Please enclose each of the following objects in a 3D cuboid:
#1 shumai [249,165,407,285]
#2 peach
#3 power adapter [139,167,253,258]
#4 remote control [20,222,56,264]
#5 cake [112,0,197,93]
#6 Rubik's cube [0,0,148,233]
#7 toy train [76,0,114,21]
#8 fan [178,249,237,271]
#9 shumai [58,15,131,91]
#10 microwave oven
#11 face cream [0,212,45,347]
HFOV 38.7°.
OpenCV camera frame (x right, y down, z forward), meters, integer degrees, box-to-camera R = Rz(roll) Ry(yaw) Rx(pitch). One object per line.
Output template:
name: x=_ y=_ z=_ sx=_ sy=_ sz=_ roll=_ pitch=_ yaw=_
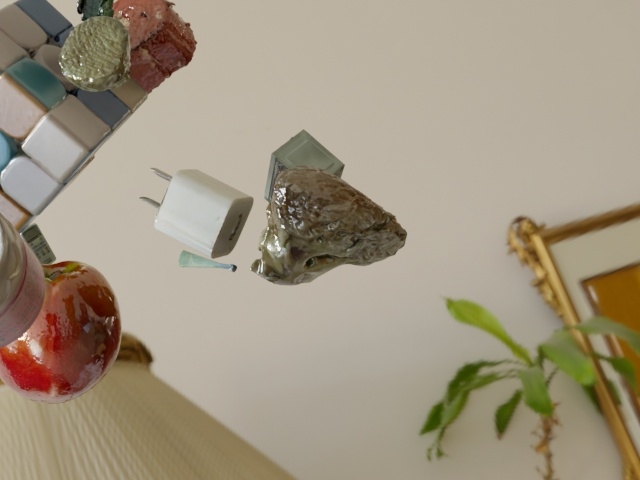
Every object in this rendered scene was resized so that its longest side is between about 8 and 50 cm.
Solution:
shumai: x=-0.002 y=0.003 z=1.962 sx=0.346 sy=0.217 sz=0.283 roll=32 pitch=-84 yaw=-41
peach: x=-0.492 y=0.182 z=1.699 sx=0.249 sy=0.274 sz=0.245 roll=-11 pitch=22 yaw=-31
power adapter: x=-0.253 y=-0.069 z=1.753 sx=0.130 sy=0.205 sz=0.125 roll=-65 pitch=-13 yaw=12
remote control: x=-0.735 y=0.015 z=2.371 sx=0.053 sy=0.124 sz=0.018 roll=-36 pitch=34 yaw=-26
cake: x=-0.441 y=-0.461 z=2.162 sx=0.283 sy=0.177 sz=0.151 roll=-37 pitch=-36 yaw=8
Rubik's cube: x=-0.646 y=-0.268 z=1.965 sx=0.344 sy=0.346 sz=0.347 roll=-40 pitch=16 yaw=29
toy train: x=-0.459 y=-0.527 z=1.894 sx=0.071 sy=0.170 sz=0.111 roll=13 pitch=12 yaw=-2
fan: x=-0.245 y=0.050 z=1.961 sx=0.193 sy=0.038 sz=0.016 roll=9 pitch=-11 yaw=46
shumai: x=-0.308 y=-0.247 z=1.288 sx=0.099 sy=0.123 sz=0.087 roll=0 pitch=-30 yaw=10
microwave oven: x=-0.045 y=-0.141 z=2.237 sx=0.122 sy=0.162 sz=0.208 roll=-40 pitch=-16 yaw=-26
face cream: x=-0.461 y=0.043 z=1.171 sx=0.175 sy=0.175 sz=0.195 roll=-18 pitch=-16 yaw=-9
